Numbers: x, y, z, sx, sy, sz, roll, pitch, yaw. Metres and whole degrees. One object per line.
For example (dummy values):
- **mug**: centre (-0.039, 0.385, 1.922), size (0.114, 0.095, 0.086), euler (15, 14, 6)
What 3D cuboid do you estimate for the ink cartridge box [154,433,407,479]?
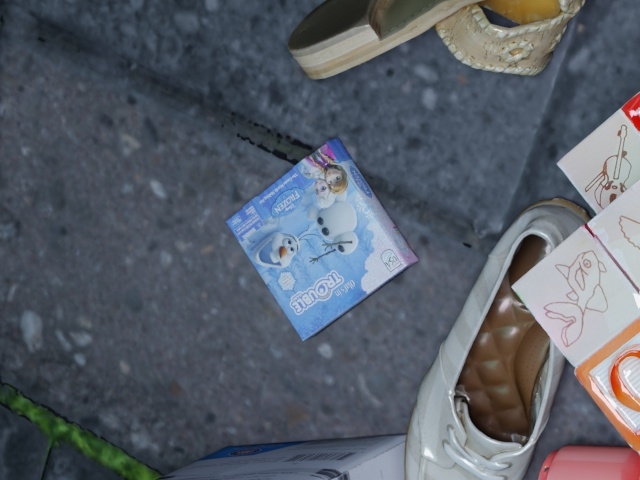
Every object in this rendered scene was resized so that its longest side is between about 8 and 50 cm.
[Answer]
- **ink cartridge box**: centre (-0.041, 0.174, 1.071), size (0.140, 0.191, 0.082), euler (-8, 96, 30)

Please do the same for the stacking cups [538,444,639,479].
- **stacking cups**: centre (0.266, 0.151, 0.956), size (0.316, 0.096, 0.096), euler (-4, 98, 30)

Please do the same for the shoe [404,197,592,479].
- **shoe**: centre (0.097, 0.080, 1.047), size (0.076, 0.058, 0.219), euler (21, 107, 9)

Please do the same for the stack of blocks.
- **stack of blocks**: centre (0.198, 0.001, 0.847), size (0.087, 0.297, 0.171), euler (-43, 79, 28)

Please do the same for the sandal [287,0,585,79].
- **sandal**: centre (0.096, -0.125, 1.021), size (0.240, 0.088, 0.079), euler (-18, 122, 37)

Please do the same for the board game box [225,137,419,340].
- **board game box**: centre (0.000, 0.000, 1.114), size (0.090, 0.020, 0.090), euler (-38, 82, 29)
